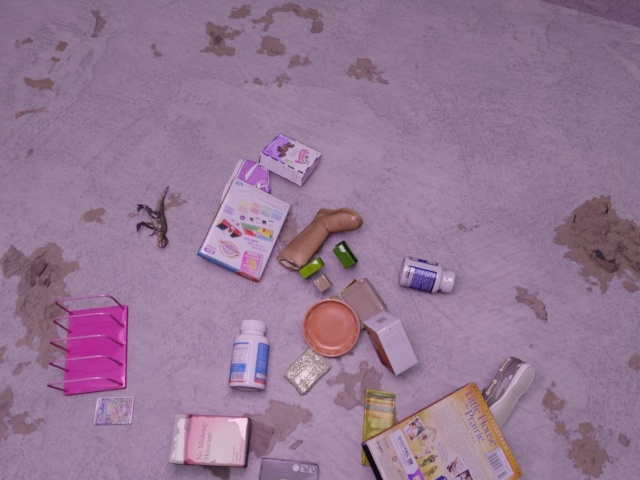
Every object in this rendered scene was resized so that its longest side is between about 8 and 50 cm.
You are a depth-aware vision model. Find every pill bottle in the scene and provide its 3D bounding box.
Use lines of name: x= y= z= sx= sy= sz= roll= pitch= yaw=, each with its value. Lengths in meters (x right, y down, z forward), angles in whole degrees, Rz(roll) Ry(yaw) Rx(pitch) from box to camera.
pill bottle: x=-0.236 y=0.387 z=1.770 sx=0.124 sy=0.124 sz=0.222 roll=4 pitch=66 yaw=0
pill bottle: x=0.385 y=0.130 z=1.906 sx=0.186 sy=0.112 sz=0.112 roll=14 pitch=67 yaw=5

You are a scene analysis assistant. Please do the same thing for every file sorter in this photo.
file sorter: x=-0.771 y=0.342 z=1.743 sx=0.201 sy=0.182 sz=0.291 roll=-6 pitch=67 yaw=-4

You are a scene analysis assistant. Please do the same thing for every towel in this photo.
towel: x=-0.045 y=0.443 z=1.802 sx=0.110 sy=0.027 sz=0.148 roll=42 pitch=72 yaw=16
towel: x=0.192 y=0.618 z=1.735 sx=0.102 sy=0.021 sz=0.238 roll=5 pitch=66 yaw=2

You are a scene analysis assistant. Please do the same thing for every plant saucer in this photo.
plant saucer: x=0.037 y=0.299 z=1.815 sx=0.199 sy=0.037 sz=0.200 roll=0 pitch=90 yaw=5

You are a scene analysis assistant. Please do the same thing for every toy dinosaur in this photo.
toy dinosaur: x=-0.638 y=-0.087 z=2.003 sx=0.118 sy=0.064 sz=0.269 roll=1 pitch=65 yaw=-17

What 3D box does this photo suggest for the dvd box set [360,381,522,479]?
dvd box set: x=0.364 y=0.649 z=1.562 sx=0.420 sy=0.062 sz=0.308 roll=-21 pitch=76 yaw=-24

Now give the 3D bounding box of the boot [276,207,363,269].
boot: x=0.000 y=0.000 z=1.912 sx=0.236 sy=0.089 sz=0.269 roll=3 pitch=45 yaw=49

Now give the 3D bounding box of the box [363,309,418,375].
box: x=0.233 y=0.341 z=1.762 sx=0.090 sy=0.130 sz=0.171 roll=-27 pitch=103 yaw=-12

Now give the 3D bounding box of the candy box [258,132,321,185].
candy box: x=-0.119 y=-0.324 z=2.086 sx=0.196 sy=0.070 sz=0.165 roll=27 pitch=46 yaw=9

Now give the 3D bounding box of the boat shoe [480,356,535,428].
boat shoe: x=0.589 y=0.523 z=1.749 sx=0.305 sy=0.109 sz=0.091 roll=-50 pitch=35 yaw=-8

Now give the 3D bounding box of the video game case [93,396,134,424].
video game case: x=-0.683 y=0.564 z=1.741 sx=0.121 sy=0.011 sz=0.087 roll=-1 pitch=67 yaw=-2

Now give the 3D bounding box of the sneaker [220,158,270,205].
sneaker: x=-0.282 y=-0.186 z=2.036 sx=0.160 sy=0.102 sz=0.282 roll=18 pitch=67 yaw=3

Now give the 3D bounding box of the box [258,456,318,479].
box: x=-0.106 y=0.787 z=1.640 sx=0.184 sy=0.045 sz=0.191 roll=8 pitch=66 yaw=-1

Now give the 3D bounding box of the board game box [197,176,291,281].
board game box: x=-0.277 y=-0.041 z=1.933 sx=0.242 sy=0.064 sz=0.317 roll=27 pitch=71 yaw=-14

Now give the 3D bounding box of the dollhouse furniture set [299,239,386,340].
dollhouse furniture set: x=0.084 y=0.179 z=1.903 sx=0.197 sy=0.151 sz=0.302 roll=-34 pitch=88 yaw=6

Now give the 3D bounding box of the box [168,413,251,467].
box: x=-0.342 y=0.631 z=1.657 sx=0.232 sy=0.127 sz=0.149 roll=2 pitch=67 yaw=-1
